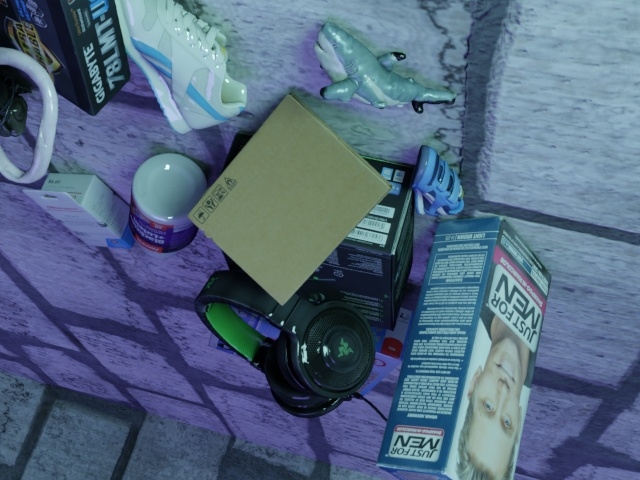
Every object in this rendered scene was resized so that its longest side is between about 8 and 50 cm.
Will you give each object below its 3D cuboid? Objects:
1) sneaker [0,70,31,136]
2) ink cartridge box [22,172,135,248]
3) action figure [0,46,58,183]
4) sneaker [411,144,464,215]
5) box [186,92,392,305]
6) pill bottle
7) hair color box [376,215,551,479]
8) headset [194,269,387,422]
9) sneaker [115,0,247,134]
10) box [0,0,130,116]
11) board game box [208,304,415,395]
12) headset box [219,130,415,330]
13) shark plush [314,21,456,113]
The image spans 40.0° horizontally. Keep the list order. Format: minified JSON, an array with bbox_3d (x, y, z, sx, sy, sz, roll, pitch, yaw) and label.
[{"bbox_3d":[-0.435,-0.207,1.141,0.130,0.087,0.227,23,158,-15],"label":"sneaker"},{"bbox_3d":[-0.388,-0.057,1.447,0.104,0.060,0.180,5,153,29],"label":"ink cartridge box"},{"bbox_3d":[-0.445,-0.231,0.863,0.275,0.248,0.370,0,-151,-45],"label":"action figure"},{"bbox_3d":[0.143,-0.071,1.065,0.059,0.053,0.144,11,163,16],"label":"sneaker"},{"bbox_3d":[-0.040,-0.046,1.049,0.164,0.201,0.021,43,-163,2],"label":"box"},{"bbox_3d":[-0.231,-0.042,1.313,0.108,0.108,0.193,21,155,-5],"label":"pill bottle"},{"bbox_3d":[0.198,0.160,1.152,0.105,0.347,0.174,-4,148,39],"label":"hair color box"},{"bbox_3d":[0.011,0.153,1.264,0.394,0.185,0.243,33,156,2],"label":"headset"},{"bbox_3d":[-0.153,-0.214,0.947,0.092,0.087,0.229,-13,143,11],"label":"sneaker"},{"bbox_3d":[-0.326,-0.287,0.820,0.293,0.073,0.295,32,156,10],"label":"box"},{"bbox_3d":[-0.027,0.154,1.501,0.301,0.086,0.308,19,157,-4],"label":"board game box"},{"bbox_3d":[0.000,0.000,1.215,0.246,0.131,0.283,12,155,12],"label":"headset box"},{"bbox_3d":[0.066,-0.169,0.915,0.161,0.073,0.067,25,125,-3],"label":"shark plush"}]
